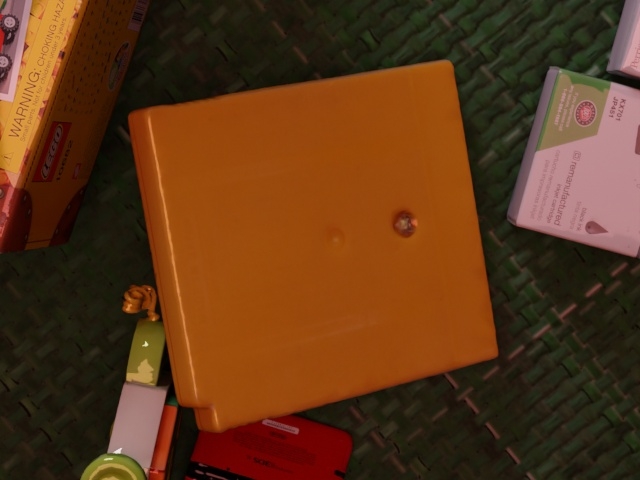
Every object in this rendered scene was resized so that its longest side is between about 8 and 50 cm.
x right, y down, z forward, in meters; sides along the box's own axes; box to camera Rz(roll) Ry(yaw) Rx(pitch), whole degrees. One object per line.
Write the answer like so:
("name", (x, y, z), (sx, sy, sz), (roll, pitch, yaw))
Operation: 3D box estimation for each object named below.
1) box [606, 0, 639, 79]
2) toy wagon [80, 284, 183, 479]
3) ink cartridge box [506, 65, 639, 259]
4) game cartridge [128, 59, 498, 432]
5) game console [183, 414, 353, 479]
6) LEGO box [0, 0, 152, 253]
("box", (0.318, -0.190, 1.665), (0.087, 0.102, 0.101), (15, 96, 1))
("toy wagon", (-0.167, 0.212, 1.614), (0.068, 0.267, 0.344), (11, 94, -2))
("ink cartridge box", (0.293, -0.060, 1.682), (0.208, 0.087, 0.153), (14, 95, -2))
("game cartridge", (0.000, 0.000, 1.627), (0.324, 0.053, 0.285), (-11, 95, -30))
("game console", (-0.055, 0.230, 1.743), (0.144, 0.085, 0.124), (17, 63, -2))
("LEGO box", (-0.328, -0.284, 1.550), (0.373, 0.193, 0.500), (20, 95, 8))
